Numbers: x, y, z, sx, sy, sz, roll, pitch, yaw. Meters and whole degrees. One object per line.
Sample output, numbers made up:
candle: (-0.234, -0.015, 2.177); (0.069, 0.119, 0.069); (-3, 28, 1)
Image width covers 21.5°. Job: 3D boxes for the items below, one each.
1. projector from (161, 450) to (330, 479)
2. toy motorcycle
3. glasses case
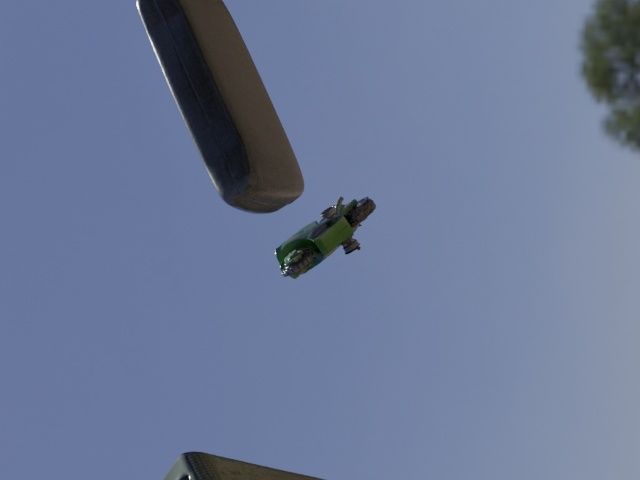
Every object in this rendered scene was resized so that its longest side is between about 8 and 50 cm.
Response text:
projector: (-0.043, 0.317, 1.578); (0.163, 0.242, 0.177); (-57, 37, 20)
toy motorcycle: (0.000, 0.000, 2.474); (0.190, 0.106, 0.074); (-40, -78, -29)
glasses case: (-0.125, -0.184, 2.120); (0.131, 0.074, 0.323); (10, -127, -60)
